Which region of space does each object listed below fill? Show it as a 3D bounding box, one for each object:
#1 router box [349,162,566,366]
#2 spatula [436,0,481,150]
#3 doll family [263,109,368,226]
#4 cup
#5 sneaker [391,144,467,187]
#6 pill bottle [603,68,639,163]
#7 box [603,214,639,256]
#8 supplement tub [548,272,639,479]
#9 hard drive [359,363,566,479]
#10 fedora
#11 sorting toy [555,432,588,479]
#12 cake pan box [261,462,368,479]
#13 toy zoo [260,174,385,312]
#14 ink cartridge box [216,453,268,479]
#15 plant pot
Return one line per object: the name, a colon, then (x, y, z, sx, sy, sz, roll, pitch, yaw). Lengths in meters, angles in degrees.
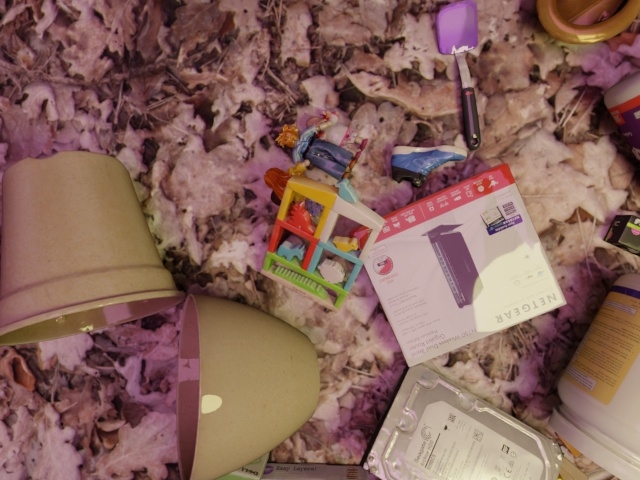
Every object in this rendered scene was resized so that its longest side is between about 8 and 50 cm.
router box: (0.270, 0.049, 0.858, 0.335, 0.082, 0.302, -24, 90, 5)
spatula: (0.297, -0.334, 0.866, 0.084, 0.030, 0.297, -9, 92, 6)
doll family: (-0.022, -0.153, 0.854, 0.163, 0.118, 0.263, 27, 94, 3)
cup: (-0.140, 0.268, 0.811, 0.236, 0.331, 0.332, 3, 93, -24)
sneaker: (0.221, -0.149, 0.864, 0.151, 0.058, 0.085, 3, 87, 9)
pill bottle: (0.686, -0.185, 0.767, 0.181, 0.181, 0.323, -30, 90, 5)
box: (0.634, -0.008, 0.843, 0.083, 0.052, 0.062, 24, 94, 2)
supplement tub: (0.598, 0.253, 0.763, 0.240, 0.241, 0.332, 27, 95, 3)
hard drive: (0.279, 0.426, 0.827, 0.338, 0.064, 0.237, 29, 69, 10)
fedora: (0.516, -0.467, 0.819, 0.194, 0.079, 0.195, 1, 96, 10)
sorting toy: (0.440, 0.511, 0.884, 0.196, 0.047, 0.348, 38, 94, 2)
cake pan box: (-0.021, 0.621, 0.916, 0.266, 0.070, 0.246, -1, 91, 6)
toy zoo: (0.000, 0.000, 0.820, 0.192, 0.030, 0.293, 26, 128, 6)
ink cartridge box: (-0.171, 0.462, 0.847, 0.108, 0.209, 0.062, 15, 96, 3)
plant pot: (-0.466, 0.010, 0.821, 0.333, 0.334, 0.306, -18, 80, 5)
